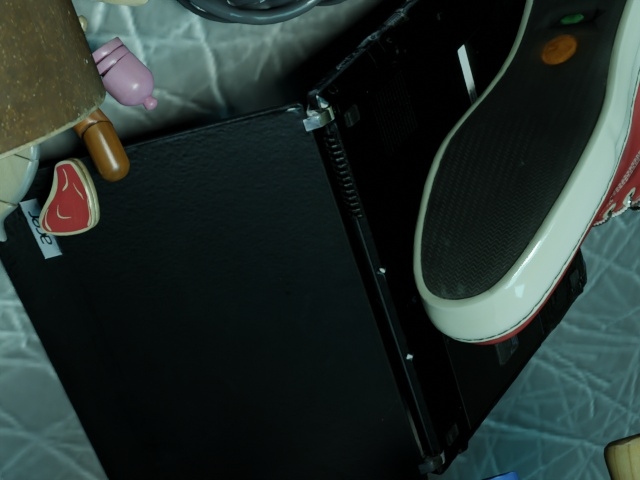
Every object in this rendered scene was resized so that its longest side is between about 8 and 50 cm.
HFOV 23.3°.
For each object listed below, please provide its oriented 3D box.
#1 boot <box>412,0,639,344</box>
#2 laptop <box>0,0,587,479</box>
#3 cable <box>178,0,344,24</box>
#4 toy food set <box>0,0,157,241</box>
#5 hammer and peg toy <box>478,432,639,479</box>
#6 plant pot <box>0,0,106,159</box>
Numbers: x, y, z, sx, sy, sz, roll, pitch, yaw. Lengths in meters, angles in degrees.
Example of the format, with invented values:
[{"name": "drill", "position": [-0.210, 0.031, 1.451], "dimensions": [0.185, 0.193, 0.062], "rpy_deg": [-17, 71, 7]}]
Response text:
[{"name": "boot", "position": [0.143, -0.021, 0.772], "dimensions": [0.176, 0.088, 0.244], "rpy_deg": [52, 55, -39]}, {"name": "laptop", "position": [0.000, 0.000, 0.785], "dimensions": [0.264, 0.137, 0.234], "rpy_deg": [-47, 133, -35]}, {"name": "cable", "position": [-0.014, -0.162, 0.640], "dimensions": [0.150, 0.047, 0.184], "rpy_deg": [-35, 149, -7]}, {"name": "toy food set", "position": [-0.109, -0.054, 0.663], "dimensions": [0.078, 0.019, 0.122], "rpy_deg": [10, 102, 4]}, {"name": "hammer and peg toy", "position": [0.008, 0.191, 0.698], "dimensions": [0.361, 0.266, 0.127], "rpy_deg": [-8, 79, -40]}, {"name": "plant pot", "position": [-0.201, -0.134, 0.503], "dimensions": [0.215, 0.215, 0.230], "rpy_deg": [-18, 107, -22]}]
